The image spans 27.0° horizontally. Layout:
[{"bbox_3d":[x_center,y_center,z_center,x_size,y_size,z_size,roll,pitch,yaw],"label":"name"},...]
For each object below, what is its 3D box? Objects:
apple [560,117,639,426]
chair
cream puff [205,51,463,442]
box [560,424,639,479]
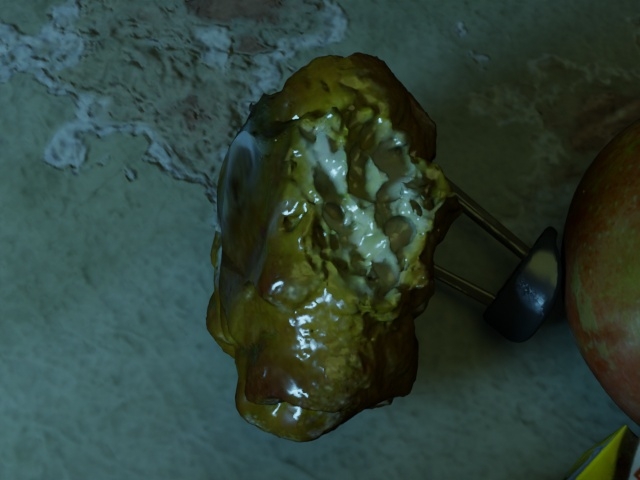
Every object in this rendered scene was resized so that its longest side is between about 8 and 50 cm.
[{"bbox_3d":[0.345,0.022,0.992,0.319,0.277,0.319,7,64,-14],"label":"apple"},{"bbox_3d":[0.102,-0.018,1.065,0.222,0.104,0.095,39,44,10],"label":"chair"},{"bbox_3d":[0.000,0.000,0.937,0.155,0.241,0.268,17,99,-21],"label":"cream puff"},{"bbox_3d":[0.243,0.285,0.934,0.168,0.097,0.265,-38,77,-27],"label":"box"}]
